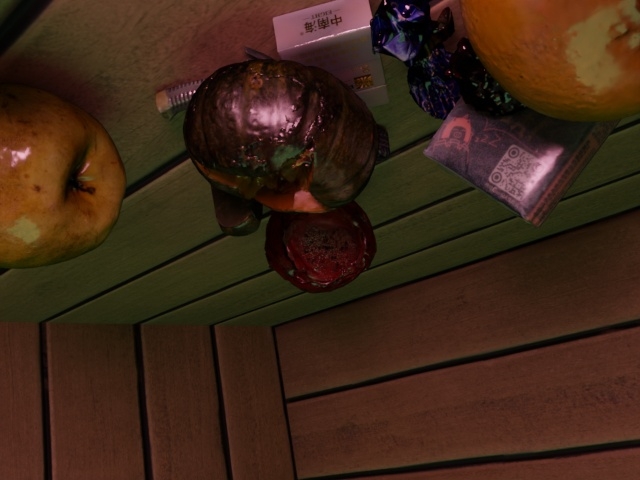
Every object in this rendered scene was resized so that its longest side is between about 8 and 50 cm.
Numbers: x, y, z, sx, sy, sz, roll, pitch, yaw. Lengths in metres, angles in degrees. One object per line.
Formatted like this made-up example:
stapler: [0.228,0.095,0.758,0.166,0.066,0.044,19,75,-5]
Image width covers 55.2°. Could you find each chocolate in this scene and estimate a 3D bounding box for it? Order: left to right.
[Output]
chocolate: [0.158,-0.315,0.974,0.148,0.126,0.343,-54,150,6]
chocolate: [0.249,-0.266,0.905,0.156,0.156,0.133,-24,159,39]

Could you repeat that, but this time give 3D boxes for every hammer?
hammer: [-0.174,-0.260,1.059,0.226,0.041,0.159,-12,163,5]

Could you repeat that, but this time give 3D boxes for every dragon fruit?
dragon fruit: [0.000,0.000,1.603,0.295,0.296,0.302,-10,166,-1]

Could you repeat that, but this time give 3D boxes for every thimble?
thimble: [0.102,-0.206,1.362,0.095,0.066,0.104,1,163,-29]

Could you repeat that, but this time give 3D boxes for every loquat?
loquat: [0.324,-0.322,0.740,0.328,0.359,0.328,-6,122,-10]

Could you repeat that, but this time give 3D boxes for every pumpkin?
pumpkin: [-0.060,-0.161,0.987,0.320,0.192,0.320,10,166,3]

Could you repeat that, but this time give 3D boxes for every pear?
pear: [-0.489,-0.098,0.988,0.304,0.304,0.304,-9,163,-3]

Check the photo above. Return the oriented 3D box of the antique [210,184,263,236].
antique: [-0.172,-0.116,1.221,0.081,0.221,0.080,-15,163,12]

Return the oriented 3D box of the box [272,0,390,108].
box: [0.027,-0.294,1.022,0.155,0.067,0.243,-11,163,10]

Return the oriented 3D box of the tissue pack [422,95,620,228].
tissue pack: [0.344,-0.209,0.981,0.103,0.228,0.316,18,109,-55]
